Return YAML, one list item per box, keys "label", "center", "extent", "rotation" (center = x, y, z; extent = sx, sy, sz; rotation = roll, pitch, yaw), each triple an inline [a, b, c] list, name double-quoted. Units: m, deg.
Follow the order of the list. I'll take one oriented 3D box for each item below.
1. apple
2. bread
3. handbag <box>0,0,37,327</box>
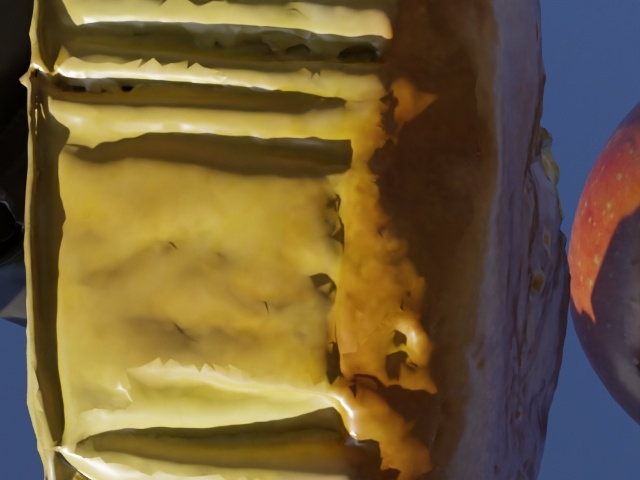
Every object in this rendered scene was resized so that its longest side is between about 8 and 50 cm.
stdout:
- label: "apple"
  center: [0.236, -0.002, 1.051]
  extent: [0.210, 0.173, 0.235]
  rotation: [39, -77, -18]
- label: "bread"
  center: [0.000, 0.000, 0.570]
  extent: [0.133, 0.179, 0.250]
  rotation: [2, -91, 15]
- label: "handbag"
  center: [-0.122, -0.105, 0.770]
  extent: [0.257, 0.285, 0.113]
  rotation: [-52, -134, 6]
